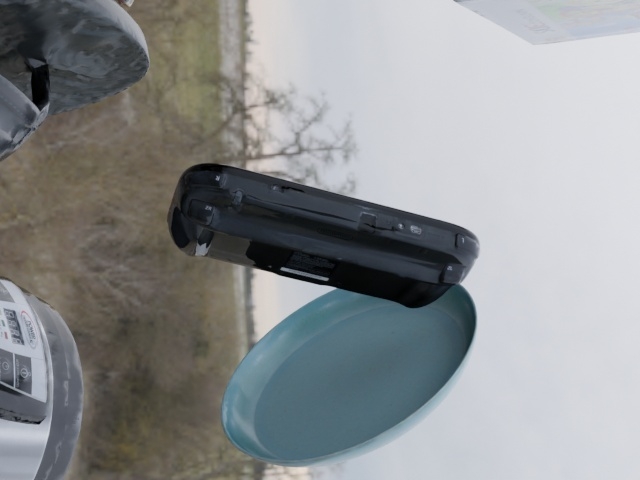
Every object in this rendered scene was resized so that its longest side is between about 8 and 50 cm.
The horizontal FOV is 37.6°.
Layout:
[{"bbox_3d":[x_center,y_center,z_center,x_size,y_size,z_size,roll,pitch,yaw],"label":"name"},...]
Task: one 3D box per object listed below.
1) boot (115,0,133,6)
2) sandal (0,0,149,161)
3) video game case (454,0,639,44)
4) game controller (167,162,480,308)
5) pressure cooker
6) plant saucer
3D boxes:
[{"bbox_3d":[-0.236,-0.396,0.759,0.284,0.378,0.138,-61,-151,4],"label":"boot"},{"bbox_3d":[-0.280,-0.082,0.507,0.168,0.446,0.107,-28,-105,37],"label":"sandal"},{"bbox_3d":[0.193,-0.131,0.476,0.193,0.213,0.023,-12,99,-66],"label":"video game case"},{"bbox_3d":[0.000,0.000,0.987,0.166,0.319,0.067,132,-30,-67],"label":"game controller"},{"bbox_3d":[-0.516,0.206,1.202,0.420,0.376,0.369,22,84,-53],"label":"pressure cooker"},{"bbox_3d":[0.035,0.147,1.074,0.317,0.318,0.043,-108,172,-65],"label":"plant saucer"}]
